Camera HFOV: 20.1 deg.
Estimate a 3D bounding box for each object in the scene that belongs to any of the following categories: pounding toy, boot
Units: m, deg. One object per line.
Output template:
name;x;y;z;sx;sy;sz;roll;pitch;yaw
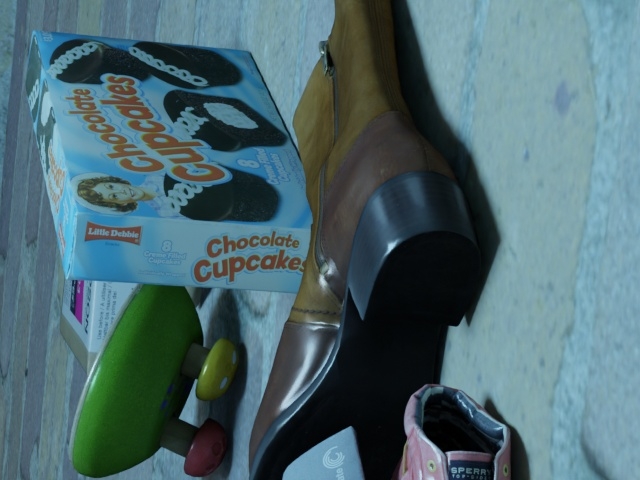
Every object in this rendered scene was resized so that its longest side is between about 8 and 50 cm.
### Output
pounding toy;-0.111;0.108;1.518;0.183;0.110;0.237;100;-165;-56
boot;0.000;0.000;1.142;0.280;0.096;0.264;-106;25;-50

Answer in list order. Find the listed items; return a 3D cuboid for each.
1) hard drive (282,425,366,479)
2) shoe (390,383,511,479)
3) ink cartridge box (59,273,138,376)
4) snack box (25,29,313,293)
hard drive;0.027;0.250;0.981;0.172;0.054;0.255;80;178;-53
shoe;0.071;0.150;0.926;0.178;0.063;0.081;-107;21;-60
ink cartridge box;-0.196;0.006;1.794;0.193;0.088;0.235;-148;64;-72
snack box;-0.117;-0.066;1.381;0.322;0.187;0.060;-115;33;-57
